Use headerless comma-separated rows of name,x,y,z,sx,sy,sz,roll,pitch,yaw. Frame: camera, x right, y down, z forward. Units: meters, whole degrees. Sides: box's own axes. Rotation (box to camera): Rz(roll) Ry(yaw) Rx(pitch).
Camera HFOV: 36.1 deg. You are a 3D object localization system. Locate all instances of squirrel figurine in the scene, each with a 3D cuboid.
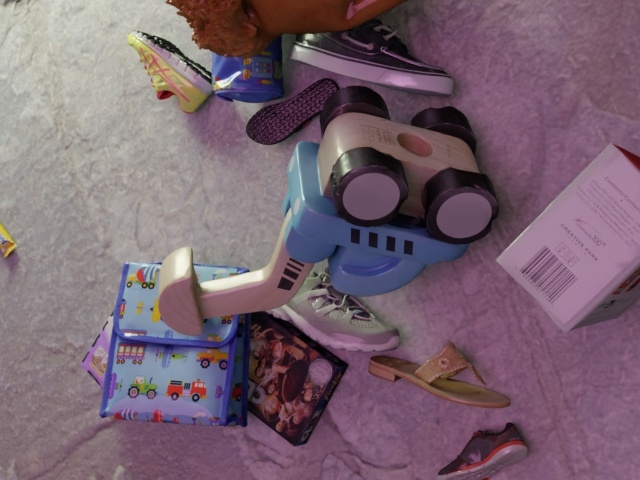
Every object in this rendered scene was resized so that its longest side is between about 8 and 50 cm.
squirrel figurine,-0.108,-0.487,1.458,0.397,0.370,0.281,-26,39,10

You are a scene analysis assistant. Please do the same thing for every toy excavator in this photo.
toy excavator,0.000,0.000,1.511,0.222,0.433,0.445,-99,26,-51

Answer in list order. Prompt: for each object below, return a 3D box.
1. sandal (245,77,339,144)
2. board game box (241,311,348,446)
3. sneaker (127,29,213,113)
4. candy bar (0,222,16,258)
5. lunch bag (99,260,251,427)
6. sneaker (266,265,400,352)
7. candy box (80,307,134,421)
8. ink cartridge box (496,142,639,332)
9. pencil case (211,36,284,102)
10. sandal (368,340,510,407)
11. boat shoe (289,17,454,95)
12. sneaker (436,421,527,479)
sandal,-0.044,-0.217,1.690,0.179,0.040,0.067,-28,82,10
board game box,-0.089,0.219,1.701,0.243,0.042,0.165,33,104,25
sneaker,-0.287,-0.308,1.793,0.208,0.081,0.094,40,109,22
candy bar,-0.680,-0.032,2.034,0.040,0.018,0.161,-47,70,19
lunch bag,-0.235,0.164,1.678,0.221,0.138,0.293,1,79,12
sneaker,0.010,0.100,1.614,0.281,0.105,0.115,23,100,27
candy box,-0.328,0.205,1.812,0.165,0.070,0.196,42,108,22
ink cartridge box,0.410,-0.024,1.287,0.272,0.309,0.130,-48,69,18
pencil case,-0.134,-0.386,1.689,0.133,0.119,0.306,-5,87,26
sandal,0.183,0.193,1.531,0.240,0.088,0.079,11,101,33
boat shoe,0.086,-0.306,1.585,0.301,0.108,0.102,22,101,34
sneaker,0.247,0.331,1.523,0.158,0.061,0.065,-31,49,23
